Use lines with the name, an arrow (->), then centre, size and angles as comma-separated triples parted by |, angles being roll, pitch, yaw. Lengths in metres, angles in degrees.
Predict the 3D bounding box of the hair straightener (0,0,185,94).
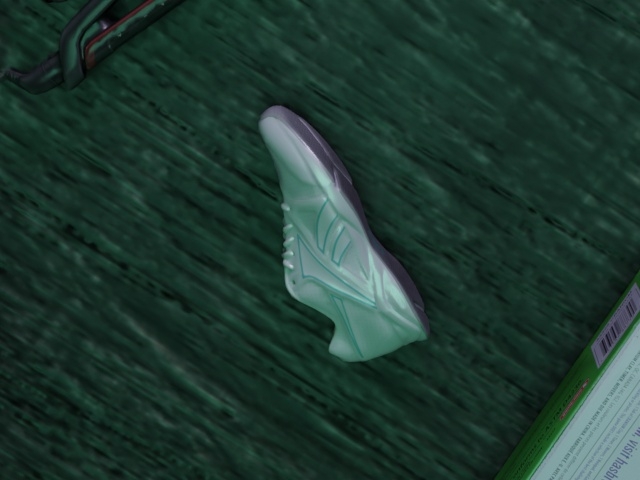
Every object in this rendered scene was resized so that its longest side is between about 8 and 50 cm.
hair straightener -> -0.096, -0.160, 0.907 | 0.230, 0.047, 0.089 | -35, 98, 15

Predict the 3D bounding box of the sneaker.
sneaker -> 0.000, 0.000, 0.928 | 0.061, 0.053, 0.152 | -27, 100, 12

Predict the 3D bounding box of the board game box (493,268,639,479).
board game box -> 0.248, 0.195, 0.950 | 0.316, 0.064, 0.242 | 32, 103, -4
